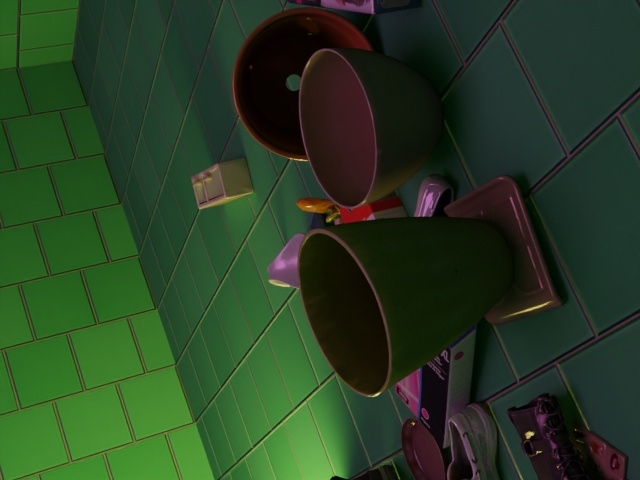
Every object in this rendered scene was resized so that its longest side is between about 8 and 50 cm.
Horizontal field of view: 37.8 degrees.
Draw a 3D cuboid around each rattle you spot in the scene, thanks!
[{"bbox_3d":[0.040,0.002,2.015,0.130,0.142,0.200,7,104,45],"label":"rattle"}]

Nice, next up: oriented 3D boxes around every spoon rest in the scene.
[{"bbox_3d":[-0.071,0.067,2.336,0.276,0.084,0.137,143,120,-65],"label":"spoon rest"}]

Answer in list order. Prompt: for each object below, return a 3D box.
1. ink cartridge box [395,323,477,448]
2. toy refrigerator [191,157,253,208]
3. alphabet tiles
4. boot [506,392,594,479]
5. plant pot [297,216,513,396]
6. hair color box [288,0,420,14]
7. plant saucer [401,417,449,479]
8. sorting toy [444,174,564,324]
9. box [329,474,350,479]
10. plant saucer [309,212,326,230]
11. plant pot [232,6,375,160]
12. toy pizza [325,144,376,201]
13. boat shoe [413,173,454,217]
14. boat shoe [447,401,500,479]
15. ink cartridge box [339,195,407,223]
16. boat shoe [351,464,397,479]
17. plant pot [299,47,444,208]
[{"bbox_3d":[0.217,0.212,1.777,0.176,0.069,0.371,48,148,43],"label":"ink cartridge box"},{"bbox_3d":[-0.290,-0.160,2.684,0.269,0.094,0.102,-10,94,66],"label":"toy refrigerator"},{"bbox_3d":[0.443,0.419,1.515,0.198,0.009,0.237,36,134,56],"label":"alphabet tiles"},{"bbox_3d":[0.389,0.355,1.477,0.263,0.091,0.229,-33,74,67],"label":"boot"},{"bbox_3d":[0.156,0.069,1.510,0.275,0.293,0.275,44,145,44],"label":"plant pot"},{"bbox_3d":[0.049,-0.526,1.744,0.347,0.105,0.174,30,129,57],"label":"hair color box"},{"bbox_3d":[0.226,0.453,1.978,0.168,0.029,0.168,42,140,50],"label":"plant saucer"},{"bbox_3d":[0.291,0.031,1.608,0.229,0.041,0.307,69,155,6],"label":"sorting toy"},{"bbox_3d":[0.150,0.734,2.043,0.318,0.097,0.395,13,120,25],"label":"box"},{"bbox_3d":[0.000,0.000,2.158,0.192,0.018,0.067,-103,24,-51],"label":"plant saucer"},{"bbox_3d":[-0.038,-0.314,1.875,0.203,0.290,0.291,-130,31,-76],"label":"plant pot"},{"bbox_3d":[0.073,-0.165,1.876,0.201,0.032,0.201,-45,30,35],"label":"toy pizza"},{"bbox_3d":[0.212,-0.030,1.718,0.063,0.066,0.184,46,132,50],"label":"boat shoe"},{"bbox_3d":[0.282,0.446,1.769,0.098,0.096,0.277,13,114,63],"label":"boat shoe"},{"bbox_3d":[0.128,0.004,1.886,0.231,0.078,0.134,69,154,16],"label":"ink cartridge box"},{"bbox_3d":[0.111,0.683,2.199,0.132,0.130,0.356,-117,25,-66],"label":"boat shoe"},{"bbox_3d":[0.108,-0.214,1.678,0.284,0.190,0.284,40,137,51],"label":"plant pot"}]
